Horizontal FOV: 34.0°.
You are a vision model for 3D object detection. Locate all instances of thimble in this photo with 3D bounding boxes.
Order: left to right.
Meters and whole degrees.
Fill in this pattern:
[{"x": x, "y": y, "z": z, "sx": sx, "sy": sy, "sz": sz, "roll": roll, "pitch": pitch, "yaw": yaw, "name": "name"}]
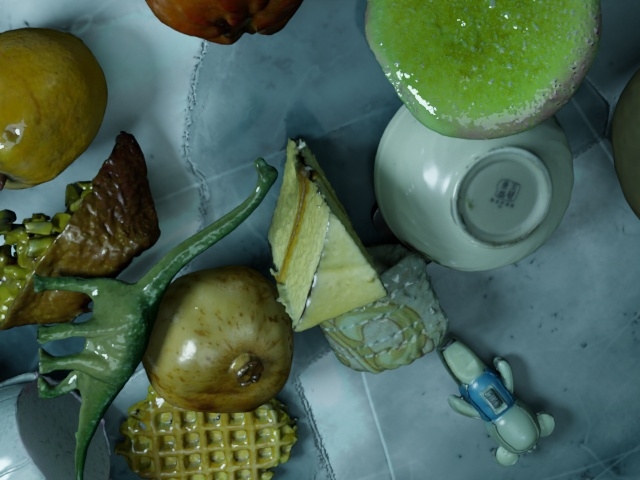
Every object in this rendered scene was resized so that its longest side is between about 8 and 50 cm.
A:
[{"x": 0.083, "y": 0.091, "z": 1.452, "sx": 0.190, "sy": 0.137, "sz": 0.143, "roll": -17, "pitch": 115, "yaw": 27, "name": "thimble"}]

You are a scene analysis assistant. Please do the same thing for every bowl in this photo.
[{"x": 0.217, "y": -0.076, "z": 1.387, "sx": 0.277, "sy": 0.145, "sz": 0.277, "roll": -3, "pitch": 111, "yaw": -9, "name": "bowl"}]

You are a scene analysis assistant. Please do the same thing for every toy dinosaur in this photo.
[{"x": -0.207, "y": 0.112, "z": 1.325, "sx": 0.301, "sy": 0.087, "sz": 0.447, "roll": -5, "pitch": 115, "yaw": -18, "name": "toy dinosaur"}]

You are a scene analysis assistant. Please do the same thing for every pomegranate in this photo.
[{"x": -0.133, "y": 0.143, "z": 1.418, "sx": 0.215, "sy": 0.215, "sz": 0.215, "roll": -2, "pitch": 113, "yaw": -5, "name": "pomegranate"}]

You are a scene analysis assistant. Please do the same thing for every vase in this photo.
[{"x": -0.516, "y": 0.387, "z": 1.480, "sx": 0.445, "sy": 0.250, "sz": 0.250, "roll": -35, "pitch": 112, "yaw": 16, "name": "vase"}]

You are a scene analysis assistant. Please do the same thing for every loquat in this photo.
[{"x": -0.362, "y": -0.159, "z": 1.272, "sx": 0.176, "sy": 0.187, "sz": 0.234, "roll": 38, "pitch": 70, "yaw": -16, "name": "loquat"}]

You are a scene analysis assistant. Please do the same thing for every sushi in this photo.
[{"x": -0.334, "y": 0.004, "z": 1.370, "sx": 0.179, "sy": 0.167, "sz": 0.296, "roll": 42, "pitch": 123, "yaw": -13, "name": "sushi"}]

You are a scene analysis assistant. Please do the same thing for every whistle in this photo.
[{"x": 0.254, "y": 0.235, "z": 1.579, "sx": 0.114, "sy": 0.077, "sz": 0.235, "roll": -40, "pitch": 105, "yaw": 1, "name": "whistle"}]

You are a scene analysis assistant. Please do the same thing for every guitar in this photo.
[{"x": 0.136, "y": 0.037, "z": 1.504, "sx": 0.088, "sy": 0.025, "sz": 0.233, "roll": -16, "pitch": 114, "yaw": 0, "name": "guitar"}]

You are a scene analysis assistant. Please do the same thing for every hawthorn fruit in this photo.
[{"x": -0.113, "y": -0.365, "z": 1.217, "sx": 0.224, "sy": 0.224, "sz": 0.260, "roll": -12, "pitch": 94, "yaw": 0, "name": "hawthorn fruit"}]

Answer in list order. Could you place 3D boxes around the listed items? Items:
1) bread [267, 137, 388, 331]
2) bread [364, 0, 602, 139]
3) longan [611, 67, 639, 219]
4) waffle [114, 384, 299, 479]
[{"x": 0.000, "y": 0.000, "z": 1.347, "sx": 0.142, "sy": 0.266, "sz": 0.178, "roll": 24, "pitch": 111, "yaw": -19, "name": "bread"}, {"x": 0.205, "y": -0.274, "z": 1.296, "sx": 0.301, "sy": 0.045, "sz": 0.301, "roll": -1, "pitch": 86, "yaw": 9, "name": "bread"}, {"x": 0.552, "y": -0.141, "z": 1.325, "sx": 0.361, "sy": 0.361, "sz": 0.361, "roll": -2, "pitch": 113, "yaw": -5, "name": "longan"}, {"x": -0.170, "y": 0.298, "z": 1.574, "sx": 0.245, "sy": 0.052, "sz": 0.254, "roll": 41, "pitch": 104, "yaw": -19, "name": "waffle"}]
